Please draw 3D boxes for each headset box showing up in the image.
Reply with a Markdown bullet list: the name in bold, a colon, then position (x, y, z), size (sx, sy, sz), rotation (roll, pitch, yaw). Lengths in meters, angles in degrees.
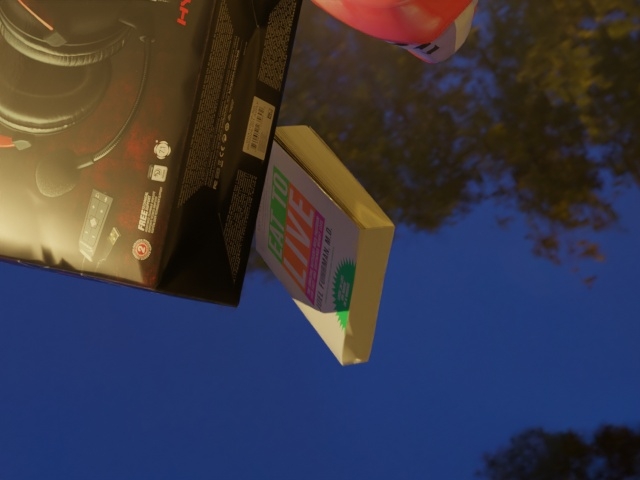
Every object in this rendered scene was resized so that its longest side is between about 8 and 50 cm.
- **headset box**: position (-0.177, -0.093, 0.857), size (0.110, 0.293, 0.218), rotation (19, -97, -65)

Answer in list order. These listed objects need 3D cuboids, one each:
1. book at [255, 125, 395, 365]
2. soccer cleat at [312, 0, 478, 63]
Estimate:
- **book**: position (0.000, 0.000, 0.886), size (0.035, 0.096, 0.144), rotation (-5, -150, -25)
- **soccer cleat**: position (-0.031, -0.162, 0.557), size (0.248, 0.083, 0.095), rotation (44, 175, 23)
